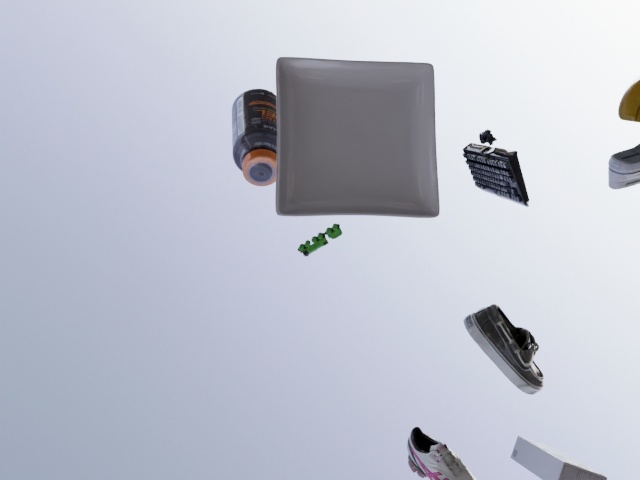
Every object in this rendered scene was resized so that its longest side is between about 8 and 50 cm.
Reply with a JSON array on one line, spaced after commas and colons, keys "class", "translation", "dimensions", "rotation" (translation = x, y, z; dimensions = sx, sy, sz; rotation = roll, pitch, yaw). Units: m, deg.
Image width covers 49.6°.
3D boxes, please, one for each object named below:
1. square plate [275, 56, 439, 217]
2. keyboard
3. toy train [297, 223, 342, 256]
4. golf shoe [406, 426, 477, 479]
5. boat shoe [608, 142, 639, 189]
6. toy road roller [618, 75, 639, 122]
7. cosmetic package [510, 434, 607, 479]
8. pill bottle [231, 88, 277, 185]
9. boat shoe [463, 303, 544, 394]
[{"class": "square plate", "translation": [0.076, -0.215, 1.477], "dimensions": [0.347, 0.049, 0.344], "rotation": [1, -99, -7]}, {"class": "keyboard", "translation": [0.245, -0.109, 0.998], "dimensions": [0.180, 0.023, 0.108], "rotation": [-127, 17, -76]}, {"class": "toy train", "translation": [0.000, 0.000, 1.162], "dimensions": [0.024, 0.083, 0.017], "rotation": [57, -170, -8]}, {"class": "golf shoe", "translation": [0.222, 0.411, 1.252], "dimensions": [0.067, 0.086, 0.186], "rotation": [-26, -148, -29]}, {"class": "boat shoe", "translation": [0.706, -0.166, 1.503], "dimensions": [0.226, 0.076, 0.083], "rotation": [-12, -143, -19]}, {"class": "toy road roller", "translation": [0.824, -0.364, 1.576], "dimensions": [0.240, 0.330, 0.202], "rotation": [13, -155, 22]}, {"class": "cosmetic package", "translation": [0.499, 0.479, 1.469], "dimensions": [0.098, 0.239, 0.061], "rotation": [23, -95, -4]}, {"class": "pill bottle", "translation": [-0.141, -0.235, 1.615], "dimensions": [0.130, 0.130, 0.246], "rotation": [18, -141, -25]}, {"class": "boat shoe", "translation": [0.331, 0.186, 1.174], "dimensions": [0.219, 0.070, 0.078], "rotation": [42, -155, -30]}]
